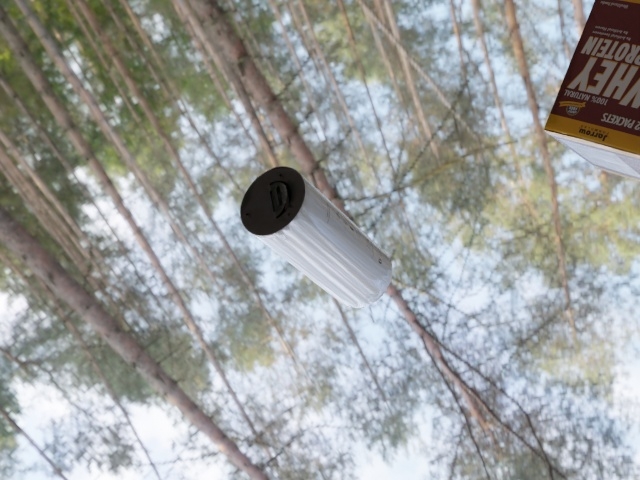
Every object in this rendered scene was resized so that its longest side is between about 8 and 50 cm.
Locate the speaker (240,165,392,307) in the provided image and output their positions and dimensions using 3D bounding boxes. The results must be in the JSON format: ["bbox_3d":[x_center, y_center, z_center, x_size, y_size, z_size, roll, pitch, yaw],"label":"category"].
[{"bbox_3d":[0.000,0.000,0.670,0.055,0.136,0.055,-15,-122,26],"label":"speaker"}]

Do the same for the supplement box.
[{"bbox_3d":[0.405,-0.185,1.143,0.129,0.194,0.191,23,-86,37],"label":"supplement box"}]
